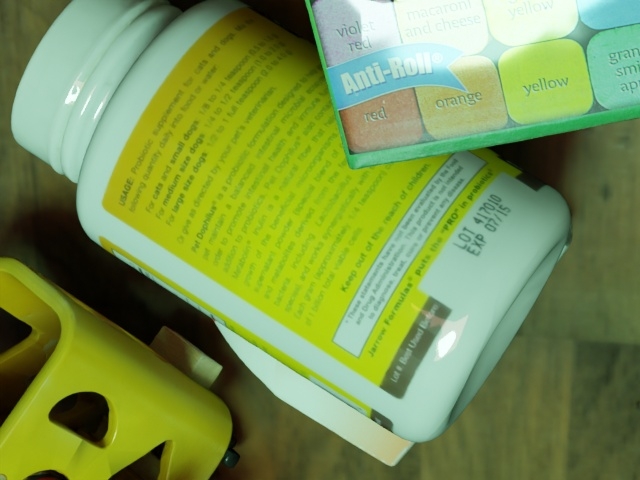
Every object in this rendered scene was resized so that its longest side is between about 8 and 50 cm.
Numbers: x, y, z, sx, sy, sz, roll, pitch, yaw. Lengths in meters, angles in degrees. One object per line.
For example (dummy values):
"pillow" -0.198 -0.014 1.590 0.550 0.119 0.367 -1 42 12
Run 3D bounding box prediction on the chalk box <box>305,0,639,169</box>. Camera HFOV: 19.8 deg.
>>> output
"chalk box" 0.064 -0.114 0.653 0.132 0.213 0.132 -8 115 15

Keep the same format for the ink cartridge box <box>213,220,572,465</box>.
"ink cartridge box" 0.000 0.000 0.821 0.179 0.045 0.145 31 118 -8

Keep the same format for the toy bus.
"toy bus" -0.093 0.088 0.845 0.191 0.202 0.104 35 87 0

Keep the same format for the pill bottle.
"pill bottle" -0.016 -0.020 0.744 0.215 0.117 0.117 32 119 11
